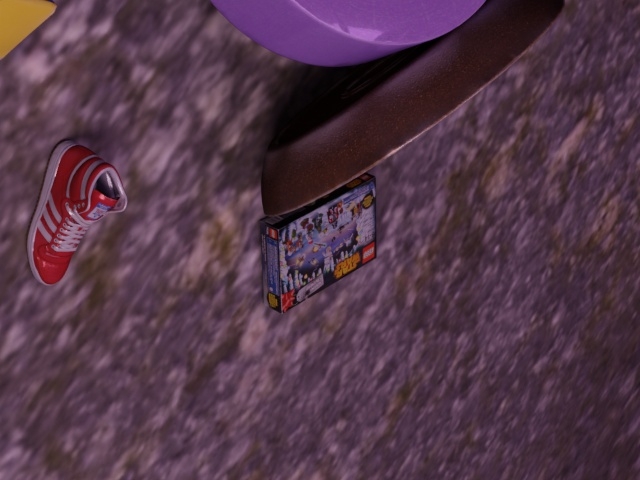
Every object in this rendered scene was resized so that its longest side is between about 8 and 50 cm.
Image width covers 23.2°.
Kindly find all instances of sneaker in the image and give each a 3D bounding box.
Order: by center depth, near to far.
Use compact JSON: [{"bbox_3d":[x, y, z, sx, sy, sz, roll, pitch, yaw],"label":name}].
[{"bbox_3d":[-0.190,-0.013,1.220,0.042,0.067,0.118,-4,112,-49],"label":"sneaker"}]

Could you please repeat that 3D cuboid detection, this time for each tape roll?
[{"bbox_3d":[0.019,-0.277,1.208,0.275,0.090,0.274,4,81,-31],"label":"tape roll"}]

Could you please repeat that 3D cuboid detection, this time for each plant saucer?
[{"bbox_3d":[0.065,-0.131,1.326,0.310,0.310,0.050,-42,100,-28],"label":"plant saucer"}]

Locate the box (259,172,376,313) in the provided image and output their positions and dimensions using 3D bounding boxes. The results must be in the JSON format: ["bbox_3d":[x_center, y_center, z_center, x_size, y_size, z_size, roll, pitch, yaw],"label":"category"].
[{"bbox_3d":[0.000,0.000,1.489,0.137,0.027,0.094,-30,131,-38],"label":"box"}]

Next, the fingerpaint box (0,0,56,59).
[{"bbox_3d":[-0.357,-0.225,0.586,0.163,0.371,0.445,-36,162,23],"label":"fingerpaint box"}]
